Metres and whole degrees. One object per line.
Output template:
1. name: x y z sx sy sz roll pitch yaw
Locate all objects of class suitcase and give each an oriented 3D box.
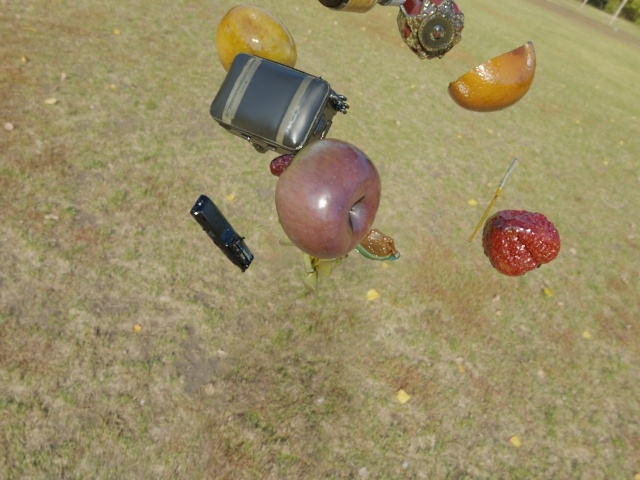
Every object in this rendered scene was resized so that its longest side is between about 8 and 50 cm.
1. suitcase: -0.153 -0.440 1.543 0.434 0.283 0.194 25 -2 16

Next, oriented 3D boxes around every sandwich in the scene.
1. sandwich: 0.286 0.037 2.285 0.235 0.159 0.079 31 44 3

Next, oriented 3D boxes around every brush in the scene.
1. brush: 0.465 -0.096 1.248 0.013 0.272 0.103 30 43 16

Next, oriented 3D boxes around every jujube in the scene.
1. jujube: -0.088 -0.221 1.364 0.129 0.077 0.077 -1 36 6

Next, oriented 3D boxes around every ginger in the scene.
1. ginger: -0.060 -0.005 1.720 0.413 0.211 0.358 55 -1 -13

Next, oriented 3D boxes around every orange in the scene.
1. orange: 0.620 -0.584 1.629 0.274 0.274 0.310 28 71 8

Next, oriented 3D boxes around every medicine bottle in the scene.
1. medicine bottle: 0.187 -1.015 1.764 0.395 0.242 0.242 -19 51 -31

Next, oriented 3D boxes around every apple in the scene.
1. apple: 0.013 -0.108 1.174 0.235 0.305 0.306 22 31 30
2. apple: -0.249 -0.738 1.743 0.299 0.299 0.275 -23 78 -45

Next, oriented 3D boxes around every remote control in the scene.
1. remote control: -0.418 -0.022 2.002 0.062 0.398 0.144 -9 43 30

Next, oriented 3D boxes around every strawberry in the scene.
1. strawberry: 0.676 -0.007 1.585 0.288 0.250 0.238 24 34 -36

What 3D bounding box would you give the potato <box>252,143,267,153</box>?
1. potato: -0.254 -0.482 2.076 0.105 0.188 0.085 32 36 -10

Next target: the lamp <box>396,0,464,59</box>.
1. lamp: 0.313 -0.628 1.314 0.177 0.177 0.274 15 38 -11
